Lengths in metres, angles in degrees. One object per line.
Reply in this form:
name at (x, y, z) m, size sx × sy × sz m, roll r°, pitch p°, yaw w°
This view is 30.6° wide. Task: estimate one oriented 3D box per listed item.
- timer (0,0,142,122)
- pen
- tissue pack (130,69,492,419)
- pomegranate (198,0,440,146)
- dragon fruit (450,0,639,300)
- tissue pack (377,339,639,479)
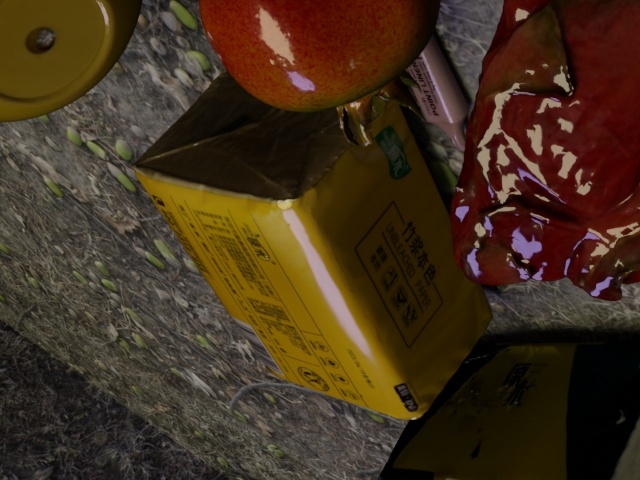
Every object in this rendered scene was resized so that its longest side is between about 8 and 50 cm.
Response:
timer at (-0.384, -0.330, 1.317) m, size 0.387 × 0.376 × 0.376 m, roll 51°, pitch 162°, yaw 31°
pen at (0.115, -0.169, 1.223) m, size 0.053 × 0.032 × 0.197 m, roll 8°, pitch 139°, yaw 46°
tissue pack at (0.000, 0.000, 1.420) m, size 0.293 × 0.228 × 0.382 m, roll 14°, pitch 146°, yaw 42°
pomegranate at (0.007, -0.209, 1.081) m, size 0.221 × 0.221 × 0.257 m, roll -2°, pitch 118°, yaw 54°
dragon fruit at (0.269, -0.076, 0.952) m, size 0.329 × 0.228 × 0.286 m, roll 29°, pitch 151°, yaw 24°
tissue pack at (0.300, 0.284, 1.444) m, size 0.253 × 0.264 × 0.416 m, roll 44°, pitch 155°, yaw -20°
